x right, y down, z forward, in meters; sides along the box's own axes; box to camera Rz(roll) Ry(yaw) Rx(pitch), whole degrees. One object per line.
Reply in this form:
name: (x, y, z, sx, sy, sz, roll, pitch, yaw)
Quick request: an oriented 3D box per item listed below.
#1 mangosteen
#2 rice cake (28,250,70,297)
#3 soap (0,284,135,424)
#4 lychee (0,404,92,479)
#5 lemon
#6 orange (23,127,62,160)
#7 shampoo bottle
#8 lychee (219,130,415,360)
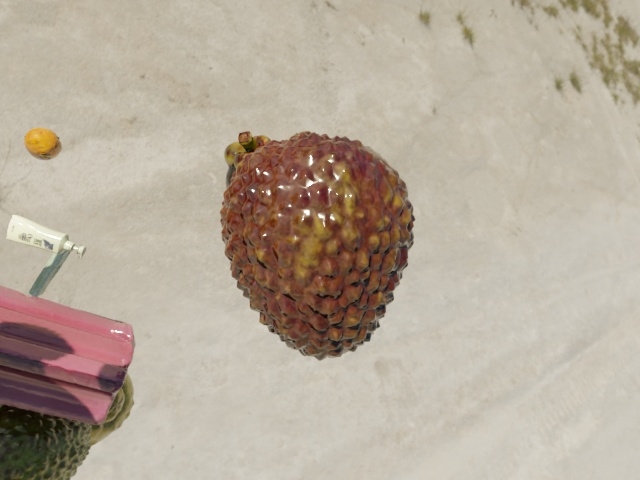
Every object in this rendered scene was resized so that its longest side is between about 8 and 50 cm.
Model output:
mangosteen: (-0.176, -0.214, 1.311, 0.275, 0.275, 0.302, -66, 149, -32)
rice cake: (-0.759, 0.085, 1.178, 0.033, 0.029, 0.171, 33, 88, 8)
soap: (-0.594, 0.230, 0.892, 0.359, 0.233, 0.128, 23, 102, -18)
lychee: (-0.665, 0.454, 0.893, 0.270, 0.270, 0.320, 63, 24, 0)
lemon: (-0.709, 0.451, 1.214, 0.316, 0.285, 0.285, 22, 56, 9)
orange: (-0.691, -0.241, 1.045, 0.083, 0.083, 0.083, 13, 66, -32)
shampoo bottle: (-0.517, -0.003, 0.797, 0.141, 0.034, 0.049, 19, 85, -7)
lychee: (0.000, 0.000, 0.499, 0.236, 0.236, 0.271, -4, 88, -37)
